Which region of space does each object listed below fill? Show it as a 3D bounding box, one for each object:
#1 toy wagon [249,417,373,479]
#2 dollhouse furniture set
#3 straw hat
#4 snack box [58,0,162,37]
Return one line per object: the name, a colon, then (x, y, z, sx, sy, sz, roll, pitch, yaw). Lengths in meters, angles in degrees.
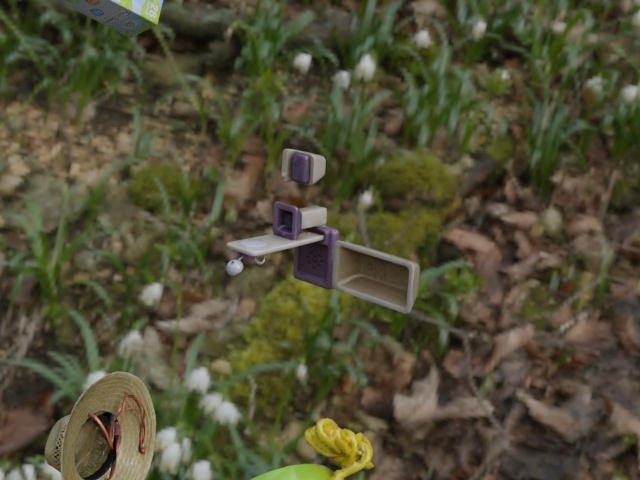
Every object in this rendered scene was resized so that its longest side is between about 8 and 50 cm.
toy wagon: (-0.108, 0.231, 0.740, 0.267, 0.344, 0.068, 37, 24, -52)
dollhouse furniture set: (0.000, 0.000, 0.704, 0.114, 0.091, 0.081, 18, 21, 41)
straw hat: (-0.214, 0.186, 1.049, 0.061, 0.145, 0.144, 1, 3, 26)
snack box: (-0.279, -0.370, 1.391, 0.207, 0.175, 0.070, 23, -22, -38)
